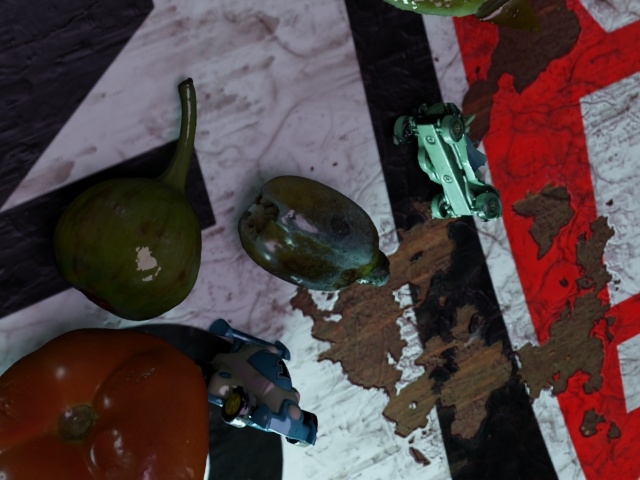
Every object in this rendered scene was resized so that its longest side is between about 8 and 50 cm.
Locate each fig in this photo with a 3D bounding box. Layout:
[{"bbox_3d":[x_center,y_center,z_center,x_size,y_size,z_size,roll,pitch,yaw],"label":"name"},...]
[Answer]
[{"bbox_3d":[-0.167,-0.044,1.501,0.149,0.149,0.245,35,71,-34],"label":"fig"}]

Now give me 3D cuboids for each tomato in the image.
[{"bbox_3d":[-0.223,0.211,1.488,0.260,0.260,0.180,-35,145,-13],"label":"tomato"}]

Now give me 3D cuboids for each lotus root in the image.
[{"bbox_3d":[0.000,0.000,1.611,0.192,0.088,0.113,25,111,-35],"label":"lotus root"}]

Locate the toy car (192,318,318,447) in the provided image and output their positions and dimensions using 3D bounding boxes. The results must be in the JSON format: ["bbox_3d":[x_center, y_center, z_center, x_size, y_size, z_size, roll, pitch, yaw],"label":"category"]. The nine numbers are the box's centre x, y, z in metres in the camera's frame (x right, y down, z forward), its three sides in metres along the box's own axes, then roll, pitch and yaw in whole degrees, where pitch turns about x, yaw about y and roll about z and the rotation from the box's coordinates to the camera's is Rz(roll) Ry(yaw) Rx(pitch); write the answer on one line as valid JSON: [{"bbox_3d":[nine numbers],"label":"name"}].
[{"bbox_3d":[-0.062,0.152,1.597,0.126,0.161,0.098,22,87,-32],"label":"toy car"}]

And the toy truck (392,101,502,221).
[{"bbox_3d":[0.151,-0.092,1.674,0.078,0.080,0.154,-54,129,-34],"label":"toy truck"}]

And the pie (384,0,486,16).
[{"bbox_3d":[0.125,-0.390,1.539,0.323,0.070,0.323,-10,112,-24],"label":"pie"}]

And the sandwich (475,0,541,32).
[{"bbox_3d":[0.210,-0.257,1.659,0.083,0.031,0.044,8,107,-31],"label":"sandwich"}]
